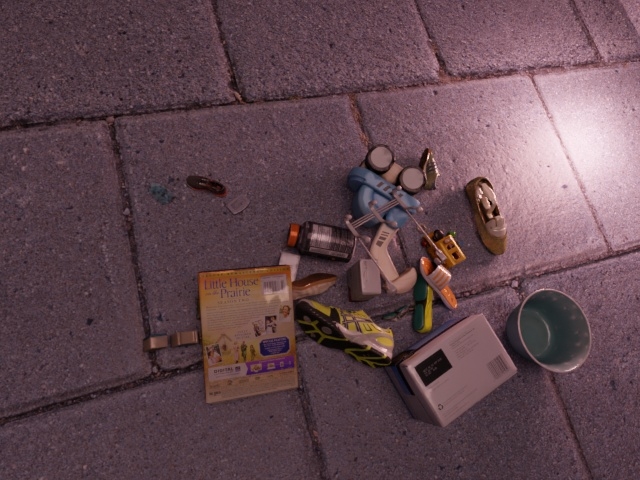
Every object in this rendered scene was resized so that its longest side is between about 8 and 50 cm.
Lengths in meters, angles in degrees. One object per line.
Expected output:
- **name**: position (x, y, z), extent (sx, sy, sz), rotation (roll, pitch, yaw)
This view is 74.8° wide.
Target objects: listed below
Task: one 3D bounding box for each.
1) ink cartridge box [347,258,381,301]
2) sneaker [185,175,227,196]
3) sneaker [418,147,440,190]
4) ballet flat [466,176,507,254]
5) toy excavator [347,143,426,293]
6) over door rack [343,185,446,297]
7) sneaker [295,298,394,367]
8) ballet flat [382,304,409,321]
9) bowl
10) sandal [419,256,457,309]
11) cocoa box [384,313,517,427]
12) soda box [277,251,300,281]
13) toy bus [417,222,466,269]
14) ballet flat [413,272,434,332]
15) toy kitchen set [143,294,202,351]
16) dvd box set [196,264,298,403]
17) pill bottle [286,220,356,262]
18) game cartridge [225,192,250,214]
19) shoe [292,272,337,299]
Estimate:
- **ink cartridge box**: position (0.156, 0.149, 1.528), extent (0.073, 0.175, 0.127), rotation (2, 73, -12)
- **sneaker**: position (-0.426, -0.216, 1.567), extent (0.158, 0.065, 0.061), rotation (15, 70, -8)
- **sneaker**: position (0.473, -0.299, 1.803), extent (0.086, 0.064, 0.191), rotation (19, 70, -15)
- **ballet flat**: position (0.715, -0.112, 1.768), extent (0.124, 0.123, 0.347), rotation (-11, 76, -16)
- **toy excavator**: position (0.247, -0.074, 1.627), extent (0.433, 0.222, 0.444), rotation (33, 83, -2)
- **over door rack**: position (0.264, -0.007, 1.440), extent (0.240, 0.108, 0.324), rotation (-29, 82, -13)
- **sneaker**: position (0.086, 0.310, 1.502), extent (0.385, 0.145, 0.147), rotation (31, 49, -5)
- **ballet flat**: position (0.291, 0.286, 1.591), extent (0.115, 0.041, 0.041), rotation (-23, 80, -17)
- **bowl**: position (0.859, 0.355, 1.630), extent (0.312, 0.163, 0.310), rotation (4, 72, -11)
- **sandal**: position (0.474, 0.154, 1.606), extent (0.265, 0.076, 0.101), rotation (49, 38, -20)
- **cocoa box**: position (0.444, 0.447, 1.472), extent (0.348, 0.228, 0.231), rotation (-28, 81, -19)
- **soda box**: position (-0.135, 0.155, 1.517), extent (0.074, 0.069, 0.215), rotation (15, 70, -8)
- **toy bus**: position (0.490, 0.021, 1.675), extent (0.203, 0.104, 0.190), rotation (18, 67, -7)
- **ballet flat**: position (0.403, 0.243, 1.617), extent (0.077, 0.077, 0.230), rotation (18, 69, -29)
- **toy kitchen set**: position (-0.475, 0.272, 1.399), extent (0.207, 0.122, 0.165), rotation (1, 71, -33)
- **dvd box set**: position (-0.238, 0.298, 1.381), extent (0.308, 0.062, 0.419), rotation (-5, 90, -20)
- **pill bottle**: position (0.000, 0.000, 1.563), extent (0.246, 0.130, 0.130), rotation (11, 71, -9)
- **game cartridge**: position (-0.312, -0.137, 1.596), extent (0.083, 0.017, 0.056), rotation (-41, 82, -20)
- **shoe**: position (-0.025, 0.164, 1.521), extent (0.219, 0.077, 0.058), rotation (-11, 112, -42)
